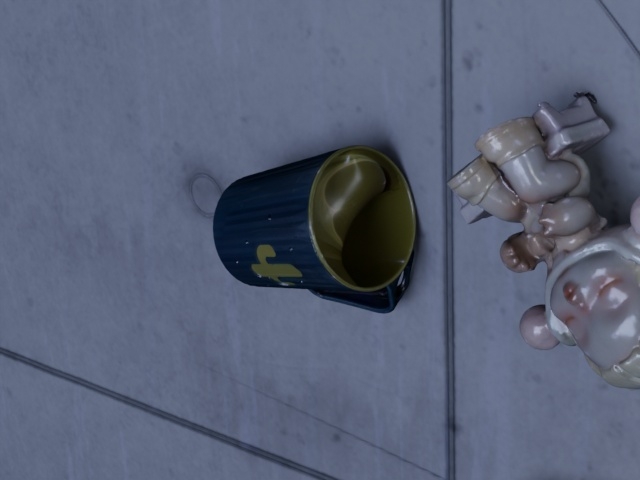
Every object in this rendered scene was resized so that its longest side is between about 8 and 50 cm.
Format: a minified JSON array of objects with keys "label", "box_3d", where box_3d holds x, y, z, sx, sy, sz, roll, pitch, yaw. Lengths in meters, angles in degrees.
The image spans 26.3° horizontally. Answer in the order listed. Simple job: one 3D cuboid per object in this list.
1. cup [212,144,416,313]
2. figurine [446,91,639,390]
[{"label":"cup","box_3d":[0.000,0.000,1.270,0.155,0.131,0.176,-4,132,47]},{"label":"figurine","box_3d":[0.218,0.020,1.078,0.182,0.144,0.257,-39,79,23]}]
